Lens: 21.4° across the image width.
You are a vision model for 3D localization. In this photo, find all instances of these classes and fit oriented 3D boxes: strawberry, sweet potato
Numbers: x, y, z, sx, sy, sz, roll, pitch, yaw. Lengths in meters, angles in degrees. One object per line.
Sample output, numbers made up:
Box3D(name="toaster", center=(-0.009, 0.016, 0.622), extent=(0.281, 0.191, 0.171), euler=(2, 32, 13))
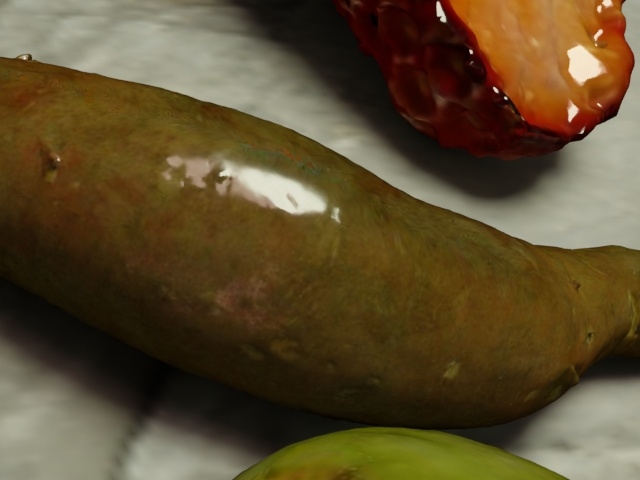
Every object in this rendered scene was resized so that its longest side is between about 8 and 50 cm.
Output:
Box3D(name="strawberry", center=(0.031, -0.130, 0.673), extent=(0.190, 0.111, 0.236), euler=(2, 68, -44))
Box3D(name="sweet potato", center=(0.004, 0.005, 0.518), extent=(0.346, 0.079, 0.108), euler=(15, 29, -21))

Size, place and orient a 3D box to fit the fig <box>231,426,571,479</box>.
Box3D(name="fig", center=(0.021, 0.112, 0.353), extent=(0.144, 0.166, 0.154), euler=(-25, 24, -8))
